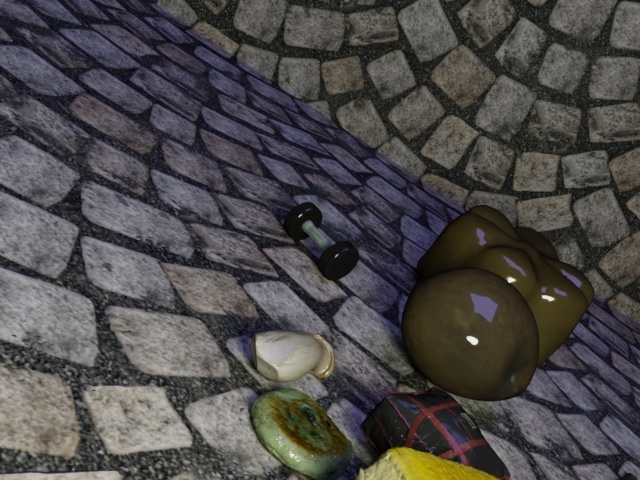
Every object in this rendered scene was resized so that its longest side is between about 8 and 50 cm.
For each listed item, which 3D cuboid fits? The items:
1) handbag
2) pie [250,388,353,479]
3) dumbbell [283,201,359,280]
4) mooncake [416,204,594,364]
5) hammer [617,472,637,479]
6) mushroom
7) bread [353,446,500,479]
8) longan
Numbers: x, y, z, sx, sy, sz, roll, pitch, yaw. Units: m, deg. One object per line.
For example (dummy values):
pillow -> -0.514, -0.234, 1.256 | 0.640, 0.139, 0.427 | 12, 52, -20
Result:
handbag -> 0.185, 0.348, 1.351 | 0.169, 0.155, 0.215 | -1, 42, -47
pie -> -0.027, 0.300, 1.293 | 0.187, 0.041, 0.187 | 30, 19, -12
dumbbell -> 0.000, 0.000, 1.939 | 0.100, 0.100, 0.191 | 9, 32, -51
mooncake -> 0.512, 0.112, 2.268 | 0.467, 0.262, 0.467 | 29, 23, -13
hammer -> 0.650, 0.556, 1.808 | 0.125, 0.027, 0.297 | 44, 21, 27
mushroom -> -0.049, 0.199, 1.426 | 0.097, 0.088, 0.212 | 8, 1, 27
bread -> 0.216, 0.443, 1.061 | 0.323, 0.143, 0.333 | 30, 14, -39
longan -> 0.328, 0.201, 1.750 | 0.350, 0.288, 0.288 | 31, 18, -36
